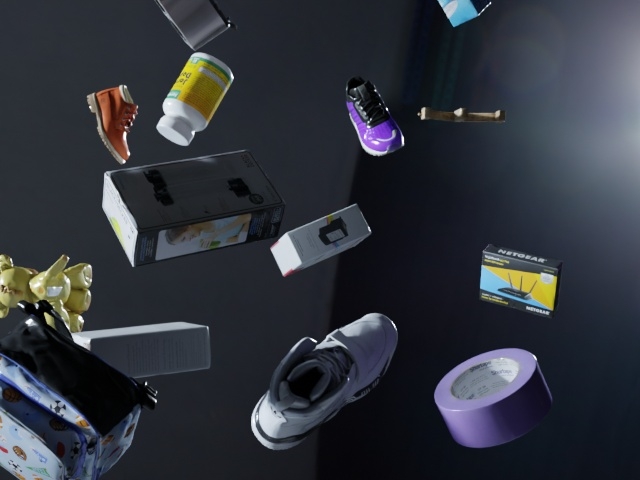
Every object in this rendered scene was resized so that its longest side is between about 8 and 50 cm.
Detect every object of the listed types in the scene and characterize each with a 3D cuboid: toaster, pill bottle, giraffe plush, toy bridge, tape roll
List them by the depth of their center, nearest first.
[{"bbox_3d":[0.300,0.271,1.719,0.189,0.080,0.189,-23,17,7],"label":"tape roll"},{"bbox_3d":[-0.609,0.111,2.109,0.170,0.181,0.210,8,-17,13],"label":"giraffe plush"},{"bbox_3d":[0.307,-0.274,2.170,0.188,0.026,0.063,2,1,-6],"label":"toy bridge"},{"bbox_3d":[-0.298,-0.533,2.240,0.168,0.110,0.185,53,-2,-31],"label":"toaster"},{"bbox_3d":[-0.307,-0.337,2.380,0.117,0.208,0.117,25,-16,8],"label":"pill bottle"}]

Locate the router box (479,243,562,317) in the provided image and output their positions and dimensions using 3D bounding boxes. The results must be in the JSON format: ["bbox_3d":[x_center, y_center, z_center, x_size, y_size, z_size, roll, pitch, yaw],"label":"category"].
[{"bbox_3d":[0.459,0.093,2.271,0.179,0.133,0.046,14,31,26],"label":"router box"}]

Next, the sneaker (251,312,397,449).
[{"bbox_3d":[0.030,0.243,1.887,0.366,0.210,0.137,-38,76,-26],"label":"sneaker"}]

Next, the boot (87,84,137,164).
[{"bbox_3d":[-0.388,-0.227,1.910,0.084,0.158,0.059,-21,-14,1],"label":"boot"}]

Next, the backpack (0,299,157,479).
[{"bbox_3d":[-0.413,0.277,1.561,0.276,0.263,0.213,36,58,17],"label":"backpack"}]

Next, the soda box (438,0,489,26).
[{"bbox_3d":[0.269,-0.564,2.086,0.071,0.210,0.067,-18,23,44],"label":"soda box"}]

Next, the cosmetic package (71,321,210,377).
[{"bbox_3d":[-0.327,0.201,1.788,0.231,0.085,0.117,-5,2,-32],"label":"cosmetic package"}]

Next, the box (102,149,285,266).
[{"bbox_3d":[-0.231,-0.064,1.796,0.290,0.087,0.169,-13,49,-29],"label":"box"}]

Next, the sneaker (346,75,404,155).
[{"bbox_3d":[0.130,-0.347,2.658,0.102,0.146,0.293,-23,41,-6],"label":"sneaker"}]

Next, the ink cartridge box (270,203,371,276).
[{"bbox_3d":[0.000,0.000,2.074,0.175,0.072,0.127,-24,-7,-24],"label":"ink cartridge box"}]
